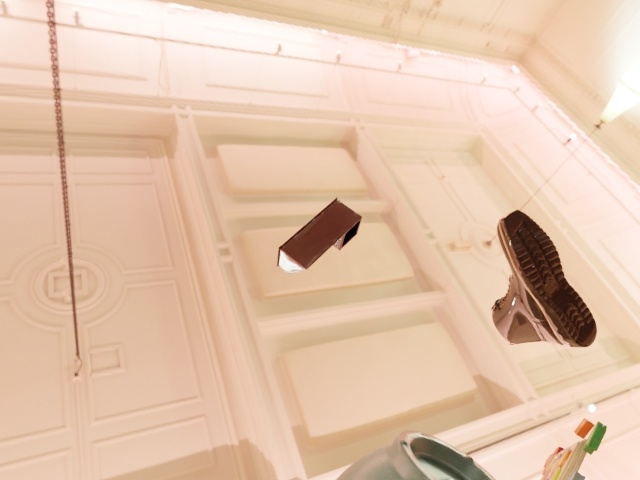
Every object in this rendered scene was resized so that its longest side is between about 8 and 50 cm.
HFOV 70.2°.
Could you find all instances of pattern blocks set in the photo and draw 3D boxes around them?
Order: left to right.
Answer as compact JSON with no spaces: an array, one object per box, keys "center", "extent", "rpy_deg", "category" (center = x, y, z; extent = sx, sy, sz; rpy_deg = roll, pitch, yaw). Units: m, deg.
[{"center":[0.483,0.480,0.930],"extent":[0.026,0.325,0.285],"rpy_deg":[32,-129,27],"category":"pattern blocks set"}]

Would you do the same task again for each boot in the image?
[{"center":[0.274,0.066,0.649],"extent":[0.077,0.137,0.198],"rpy_deg":[-23,-95,-26],"category":"boot"}]

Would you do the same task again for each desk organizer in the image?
[{"center":[0.000,0.000,0.649],"extent":[0.050,0.047,0.130],"rpy_deg":[36,-123,18],"category":"desk organizer"}]

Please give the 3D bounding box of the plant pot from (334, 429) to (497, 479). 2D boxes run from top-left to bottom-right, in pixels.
[{"center":[0.140,0.393,0.620],"extent":[0.293,0.196,0.293],"rpy_deg":[26,-177,-1],"category":"plant pot"}]
